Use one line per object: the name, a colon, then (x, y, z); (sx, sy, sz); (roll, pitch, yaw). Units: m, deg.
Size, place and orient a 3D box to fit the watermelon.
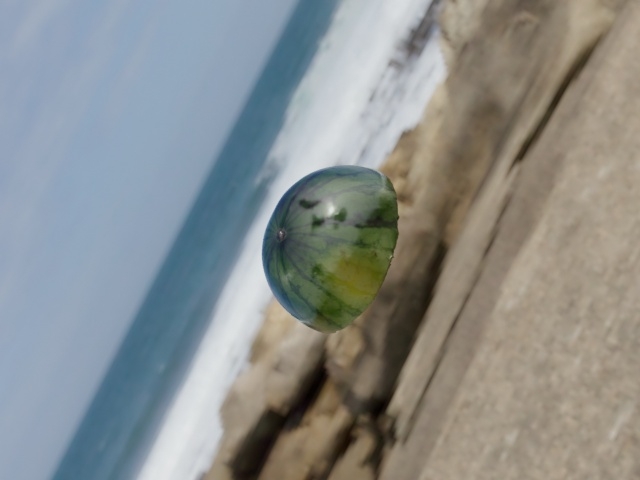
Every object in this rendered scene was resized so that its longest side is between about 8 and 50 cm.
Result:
watermelon: (0.000, 0.000, 0.865); (0.105, 0.062, 0.105); (-37, 42, 42)
